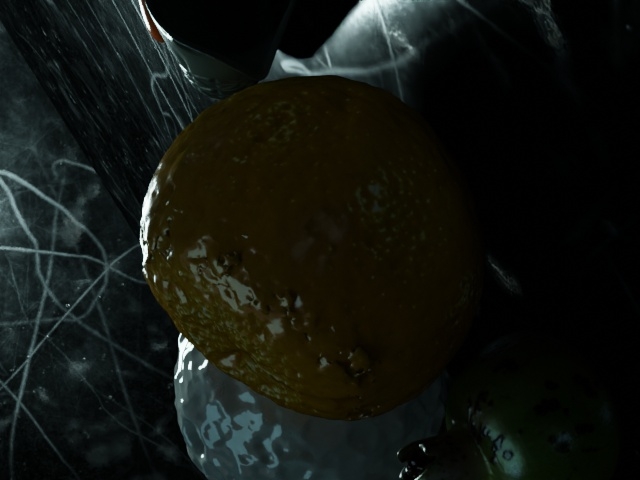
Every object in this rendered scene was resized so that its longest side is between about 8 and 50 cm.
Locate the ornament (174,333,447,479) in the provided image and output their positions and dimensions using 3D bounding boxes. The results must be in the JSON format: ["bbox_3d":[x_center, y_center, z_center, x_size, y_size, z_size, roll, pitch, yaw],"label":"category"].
[{"bbox_3d":[-0.014,0.166,1.727,0.337,0.337,0.337,52,166,19],"label":"ornament"}]

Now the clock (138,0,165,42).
[{"bbox_3d":[-0.190,-0.334,1.682,0.205,0.051,0.205,-8,-90,-89],"label":"clock"}]

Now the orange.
[{"bbox_3d":[0.000,0.000,1.379,0.340,0.293,0.341,32,159,14],"label":"orange"}]

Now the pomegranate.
[{"bbox_3d":[0.180,0.183,1.362,0.179,0.210,0.179,60,-170,-19],"label":"pomegranate"}]

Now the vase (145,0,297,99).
[{"bbox_3d":[-0.110,-0.249,1.550,0.301,0.156,0.251,106,142,-80],"label":"vase"}]

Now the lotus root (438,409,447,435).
[{"bbox_3d":[0.124,0.312,1.903,0.291,0.193,0.193,53,166,17],"label":"lotus root"}]
